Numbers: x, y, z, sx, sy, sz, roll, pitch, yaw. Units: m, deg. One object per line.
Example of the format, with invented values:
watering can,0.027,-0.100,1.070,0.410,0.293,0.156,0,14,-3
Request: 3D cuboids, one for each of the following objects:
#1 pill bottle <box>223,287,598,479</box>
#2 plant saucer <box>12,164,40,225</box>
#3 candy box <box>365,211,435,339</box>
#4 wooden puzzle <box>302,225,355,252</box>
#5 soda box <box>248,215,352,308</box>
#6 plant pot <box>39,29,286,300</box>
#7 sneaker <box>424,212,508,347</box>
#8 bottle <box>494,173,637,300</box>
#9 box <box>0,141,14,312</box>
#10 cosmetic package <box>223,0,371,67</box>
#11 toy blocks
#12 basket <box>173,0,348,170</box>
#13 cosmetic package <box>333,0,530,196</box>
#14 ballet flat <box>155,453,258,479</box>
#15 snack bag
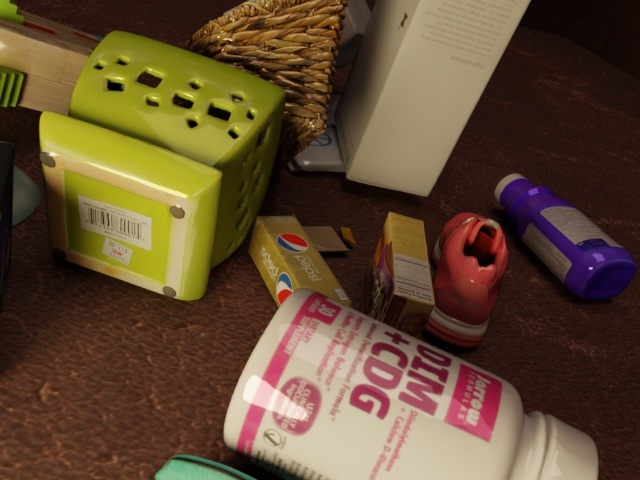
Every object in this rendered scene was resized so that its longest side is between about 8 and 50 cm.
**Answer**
pill bottle,0.074,0.168,0.546,0.283,0.160,0.160,24,32,9
plant saucer,-0.452,-0.074,0.774,0.195,0.037,0.195,14,31,-9
candy box,0.094,0.059,0.779,0.053,0.109,0.186,16,32,-4
wooden puzzle,0.000,0.000,0.915,0.116,0.014,0.078,3,30,-23
soda box,-0.031,0.042,0.784,0.058,0.061,0.181,-1,37,-28
plant pot,-0.191,-0.075,0.731,0.228,0.227,0.207,20,43,2
sneaker,0.227,0.019,0.884,0.116,0.136,0.314,23,31,5
bottle,0.402,-0.017,1.072,0.118,0.092,0.283,2,35,-26
box,-0.353,0.012,0.577,0.108,0.153,0.207,5,34,-22
cosmetic package,-0.013,-0.426,1.273,0.156,0.217,0.385,63,16,-8
toy blocks,-0.413,-0.283,1.015,0.261,0.190,0.381,11,20,-37
basket,-0.107,-0.253,0.932,0.214,0.223,0.299,12,-7,-15
cosmetic package,0.175,-0.326,1.028,0.162,0.453,0.230,11,37,-15
ballet flat,-0.023,0.240,0.467,0.247,0.083,0.087,19,45,5
snack bag,0.035,-0.223,1.260,0.343,0.037,0.323,-3,38,-30
